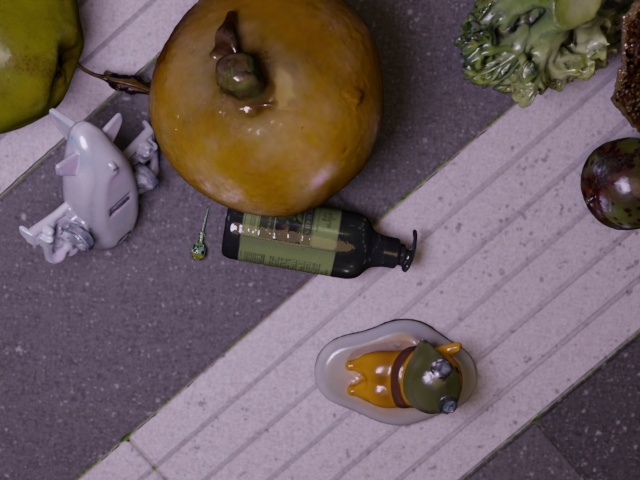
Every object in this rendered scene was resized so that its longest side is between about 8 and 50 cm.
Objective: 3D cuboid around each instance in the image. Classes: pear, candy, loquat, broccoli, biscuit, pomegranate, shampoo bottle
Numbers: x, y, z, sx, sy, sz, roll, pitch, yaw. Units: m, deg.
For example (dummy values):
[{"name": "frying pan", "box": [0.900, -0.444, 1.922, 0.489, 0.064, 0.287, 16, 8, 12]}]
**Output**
[{"name": "pear", "box": [-0.492, -0.303, 1.417, 0.375, 0.287, 0.287, 27, 96, 17]}, {"name": "candy", "box": [-0.178, -0.011, 1.571, 0.023, 0.025, 0.083, 14, 90, 15]}, {"name": "loquat", "box": [-0.072, -0.197, 1.389, 0.328, 0.359, 0.328, 0, 88, 7]}, {"name": "broccoli", "box": [0.334, -0.318, 1.428, 0.248, 0.245, 0.288, 16, 102, -12]}, {"name": "biscuit", "box": [0.474, -0.233, 1.485, 0.131, 0.026, 0.237, -50, 131, 3]}, {"name": "pomegranate", "box": [0.467, -0.080, 1.512, 0.169, 0.148, 0.148, 1, 97, 1]}, {"name": "shampoo bottle", "box": [0.000, 0.000, 1.534, 0.284, 0.101, 0.101, 10, 97, -2]}]

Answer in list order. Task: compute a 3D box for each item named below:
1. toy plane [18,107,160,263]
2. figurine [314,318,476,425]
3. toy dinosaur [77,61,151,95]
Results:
[{"name": "toy plane", "box": [-0.320, -0.079, 1.469, 0.118, 0.252, 0.252, 32, 96, 20]}, {"name": "figurine", "box": [0.117, 0.214, 1.542, 0.250, 0.141, 0.167, -6, 98, 0]}, {"name": "toy dinosaur", "box": [-0.281, -0.229, 1.534, 0.180, 0.058, 0.037, 15, 105, -16]}]
